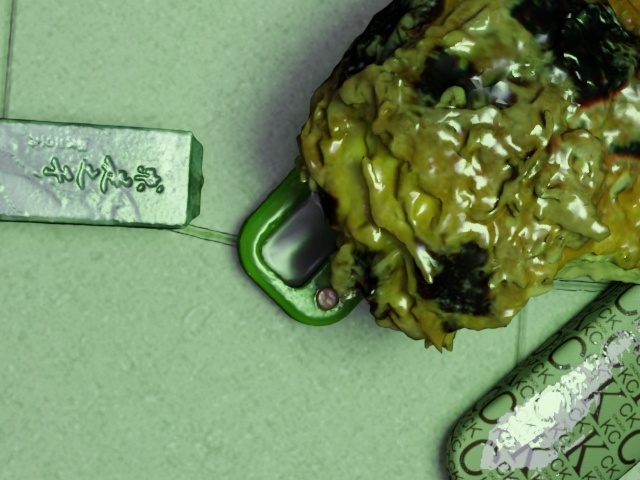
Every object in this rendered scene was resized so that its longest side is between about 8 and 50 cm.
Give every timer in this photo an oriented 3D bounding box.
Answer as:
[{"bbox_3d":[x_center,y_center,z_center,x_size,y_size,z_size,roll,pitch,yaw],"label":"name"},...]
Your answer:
[{"bbox_3d":[0.000,0.000,1.364,0.128,0.047,0.140,45,80,-10],"label":"timer"}]

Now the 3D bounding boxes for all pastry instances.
[{"bbox_3d":[0.175,-0.104,1.272,0.405,0.292,0.337,-16,87,-27],"label":"pastry"}]

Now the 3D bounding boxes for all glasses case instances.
[{"bbox_3d":[0.272,0.137,1.402,0.354,0.085,0.137,-39,96,-10],"label":"glasses case"}]

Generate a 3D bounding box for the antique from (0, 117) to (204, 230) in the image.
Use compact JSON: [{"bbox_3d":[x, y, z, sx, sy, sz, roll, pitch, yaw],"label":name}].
[{"bbox_3d":[-0.194,-0.055,1.300,0.183,0.086,0.088,2,89,-13],"label":"antique"}]
